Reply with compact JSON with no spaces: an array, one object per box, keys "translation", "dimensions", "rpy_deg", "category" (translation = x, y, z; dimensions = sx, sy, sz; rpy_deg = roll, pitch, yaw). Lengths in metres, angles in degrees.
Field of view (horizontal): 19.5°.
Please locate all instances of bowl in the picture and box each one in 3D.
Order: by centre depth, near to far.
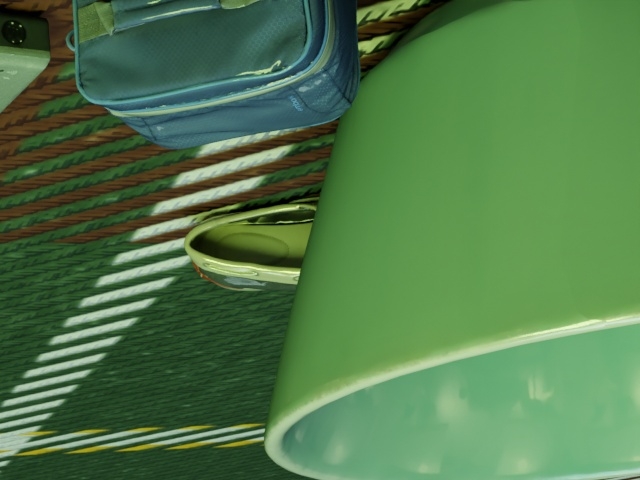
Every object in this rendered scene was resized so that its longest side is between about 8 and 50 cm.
[{"translation":[0.124,-0.009,0.752],"dimensions":[0.311,0.163,0.311],"rpy_deg":[-6,164,-2],"category":"bowl"}]

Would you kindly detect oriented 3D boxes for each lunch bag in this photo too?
[{"translation":[-0.040,-0.074,0.639],"dimensions":[0.098,0.067,0.065],"rpy_deg":[-10,162,16],"category":"lunch bag"}]

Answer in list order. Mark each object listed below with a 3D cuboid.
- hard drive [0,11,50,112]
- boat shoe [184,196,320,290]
[{"translation":[-0.181,-0.065,0.693],"dimensions":[0.135,0.022,0.094],"rpy_deg":[4,160,-31],"category":"hard drive"},{"translation":[0.000,0.000,0.936],"dimensions":[0.137,0.049,0.043],"rpy_deg":[-5,162,12],"category":"boat shoe"}]
